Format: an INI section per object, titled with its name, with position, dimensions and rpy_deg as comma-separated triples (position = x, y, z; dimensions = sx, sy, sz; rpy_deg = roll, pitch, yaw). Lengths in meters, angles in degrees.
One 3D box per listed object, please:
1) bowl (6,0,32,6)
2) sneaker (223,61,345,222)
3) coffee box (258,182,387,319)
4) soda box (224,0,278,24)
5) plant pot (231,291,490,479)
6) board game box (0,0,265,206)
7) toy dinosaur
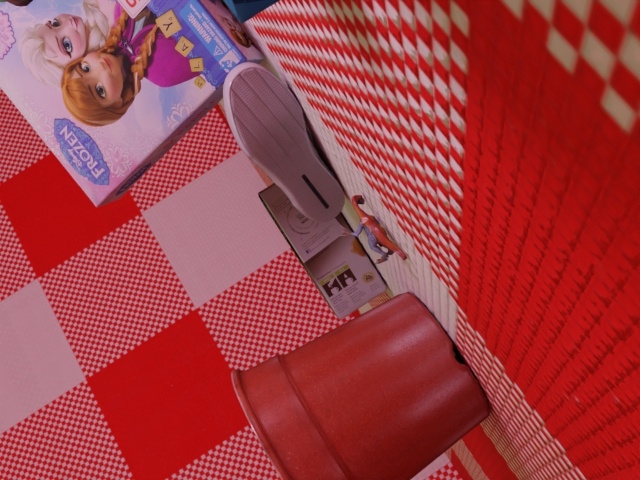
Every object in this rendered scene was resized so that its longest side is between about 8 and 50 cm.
[bowl]
position = -0.118, -0.249, 0.219
dimensions = 0.311, 0.163, 0.311
rpy_deg = 57, 177, 4
[sneaker]
position = -0.059, -0.128, 1.004
dimensions = 0.091, 0.094, 0.258
rpy_deg = 46, 169, 51
[coffee box]
position = 0.000, 0.000, 1.284
dimensions = 0.246, 0.098, 0.141
rpy_deg = 57, 176, -4
[soda box]
position = -0.085, -0.253, 0.509
dimensions = 0.210, 0.067, 0.071
rpy_deg = 57, 176, 17
[plant pot]
position = 0.064, 0.222, 1.020
dimensions = 0.272, 0.265, 0.272
rpy_deg = 58, 177, 5
[board game box]
position = -0.291, -0.264, 1.021
dimensions = 0.319, 0.318, 0.066
rpy_deg = 51, -156, 0
[toy dinosaur]
position = 0.066, -0.018, 0.902
dimensions = 0.090, 0.047, 0.082
rpy_deg = -7, 111, 49
